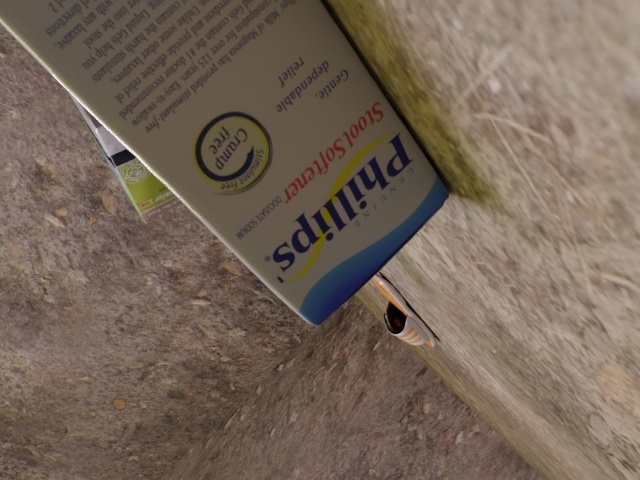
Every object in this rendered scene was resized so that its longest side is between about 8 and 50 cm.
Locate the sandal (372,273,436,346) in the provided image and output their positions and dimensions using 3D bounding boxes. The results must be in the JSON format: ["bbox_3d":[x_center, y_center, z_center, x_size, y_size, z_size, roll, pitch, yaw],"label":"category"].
[{"bbox_3d":[0.182,0.182,1.255,0.265,0.076,0.102,48,176,-28],"label":"sandal"}]

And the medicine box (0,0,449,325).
[{"bbox_3d":[-0.081,-0.114,0.430,0.289,0.149,0.263,48,176,-28],"label":"medicine box"}]

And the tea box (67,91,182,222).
[{"bbox_3d":[-0.421,-0.284,1.201,0.329,0.219,0.324,51,162,27],"label":"tea box"}]
